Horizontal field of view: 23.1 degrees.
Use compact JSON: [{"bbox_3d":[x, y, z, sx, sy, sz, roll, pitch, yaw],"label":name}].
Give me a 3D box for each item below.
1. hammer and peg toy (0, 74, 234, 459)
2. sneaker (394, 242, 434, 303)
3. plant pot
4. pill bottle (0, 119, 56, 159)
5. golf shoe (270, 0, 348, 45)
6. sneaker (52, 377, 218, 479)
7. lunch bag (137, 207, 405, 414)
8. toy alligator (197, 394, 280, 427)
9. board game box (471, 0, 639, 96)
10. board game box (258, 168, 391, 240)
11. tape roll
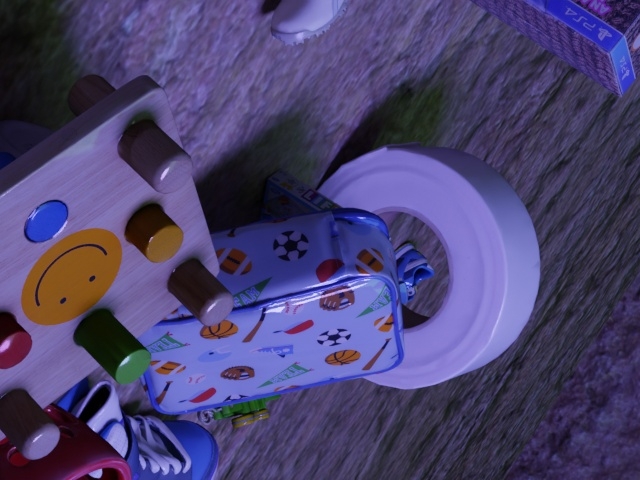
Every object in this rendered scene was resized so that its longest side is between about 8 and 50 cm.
[{"bbox_3d":[-0.243,0.051,1.211,0.361,0.127,0.266,-37,147,-18],"label":"hammer and peg toy"},{"bbox_3d":[0.099,0.065,2.176,0.144,0.059,0.053,-43,158,-21],"label":"sneaker"},{"bbox_3d":[-0.304,0.230,1.487,0.191,0.174,0.191,-42,155,-25],"label":"plant pot"},{"bbox_3d":[-0.264,-0.014,1.321,0.087,0.087,0.160,-12,134,-58],"label":"pill bottle"},{"bbox_3d":[0.003,-0.270,1.521,0.176,0.069,0.086,-52,141,-18],"label":"golf shoe"},{"bbox_3d":[-0.213,0.230,1.717,0.322,0.130,0.236,-24,148,-40],"label":"sneaker"},{"bbox_3d":[-0.064,0.083,1.660,0.303,0.115,0.243,-10,148,0],"label":"lunch bag"},{"bbox_3d":[-0.117,0.210,1.988,0.051,0.056,0.189,-18,175,30],"label":"toy alligator"},{"bbox_3d":[0.331,-0.357,1.786,0.291,0.232,0.141,-51,158,-2],"label":"board game box"},{"bbox_3d":[0.000,0.000,1.765,0.026,0.154,0.103,-40,155,-41],"label":"board game box"},{"bbox_3d":[0.112,0.028,1.861,0.100,0.286,0.286,-11,133,-57],"label":"tape roll"}]
